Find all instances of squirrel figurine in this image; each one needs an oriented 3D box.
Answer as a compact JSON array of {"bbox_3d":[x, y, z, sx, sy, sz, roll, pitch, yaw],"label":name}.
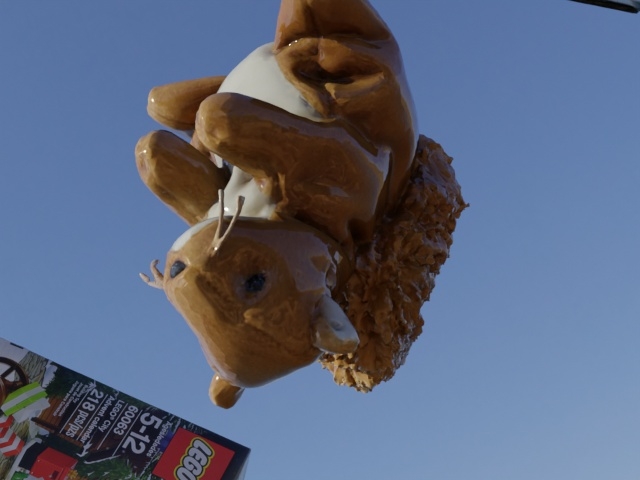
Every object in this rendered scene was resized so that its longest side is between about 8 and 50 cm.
[{"bbox_3d":[0.000,0.000,1.256,0.281,0.370,0.397,-27,-49,32],"label":"squirrel figurine"}]

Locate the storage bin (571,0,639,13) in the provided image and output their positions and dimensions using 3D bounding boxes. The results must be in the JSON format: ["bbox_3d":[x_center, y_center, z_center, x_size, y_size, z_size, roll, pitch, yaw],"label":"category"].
[{"bbox_3d":[0.125,-0.131,0.417,0.122,0.084,0.180,6,2,-19],"label":"storage bin"}]

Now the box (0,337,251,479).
[{"bbox_3d":[-0.150,0.157,0.548,0.044,0.159,0.233,104,-169,-46],"label":"box"}]
